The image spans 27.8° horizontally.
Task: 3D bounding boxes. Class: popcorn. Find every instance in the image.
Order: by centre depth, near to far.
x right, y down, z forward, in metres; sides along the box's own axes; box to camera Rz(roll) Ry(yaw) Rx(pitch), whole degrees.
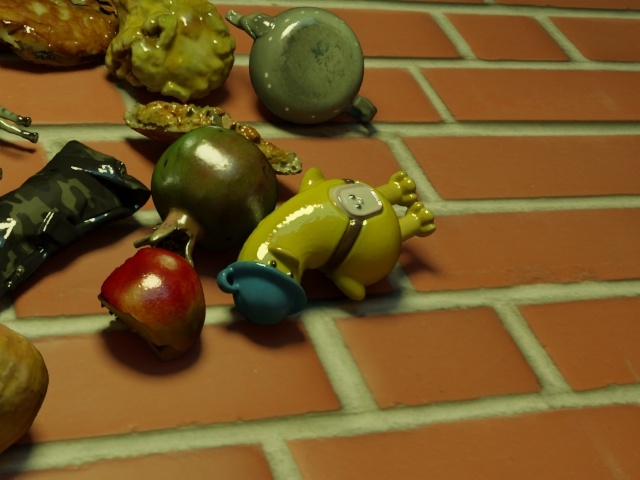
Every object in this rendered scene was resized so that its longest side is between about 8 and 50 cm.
[{"bbox_3d":[-0.257,-0.328,2.124,0.226,0.203,0.200,50,0,-24],"label":"popcorn"}]

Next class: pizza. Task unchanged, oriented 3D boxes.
[{"bbox_3d":[-0.165,-0.163,1.940,0.292,0.058,0.197,17,-8,9],"label":"pizza"}]

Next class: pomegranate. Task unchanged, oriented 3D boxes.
[{"bbox_3d":[-0.163,-0.048,1.794,0.181,0.181,0.224,24,56,10],"label":"pomegranate"}]

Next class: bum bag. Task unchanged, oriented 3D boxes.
[{"bbox_3d":[-0.381,-0.031,1.743,0.144,0.095,0.340,37,47,14],"label":"bum bag"}]

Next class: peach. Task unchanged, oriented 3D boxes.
[{"bbox_3d":[-0.203,0.077,1.665,0.151,0.118,0.151,40,-3,3],"label":"peach"}]

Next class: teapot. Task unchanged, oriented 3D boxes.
[{"bbox_3d":[-0.025,-0.288,2.144,0.294,0.193,0.129,37,-9,-18],"label":"teapot"}]

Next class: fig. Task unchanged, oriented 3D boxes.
[{"bbox_3d":[-0.405,0.203,1.416,0.159,0.159,0.257,20,54,4],"label":"fig"}]

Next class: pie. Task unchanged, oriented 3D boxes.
[{"bbox_3d":[-0.464,-0.390,2.177,0.308,0.085,0.308,15,33,-10],"label":"pie"}]

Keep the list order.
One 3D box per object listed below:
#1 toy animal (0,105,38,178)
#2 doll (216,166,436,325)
[{"bbox_3d":[-0.515,-0.169,1.890,0.176,0.073,0.217,19,41,13],"label":"toy animal"},{"bbox_3d":[0.000,0.000,1.801,0.363,0.145,0.199,-23,79,-37],"label":"doll"}]
